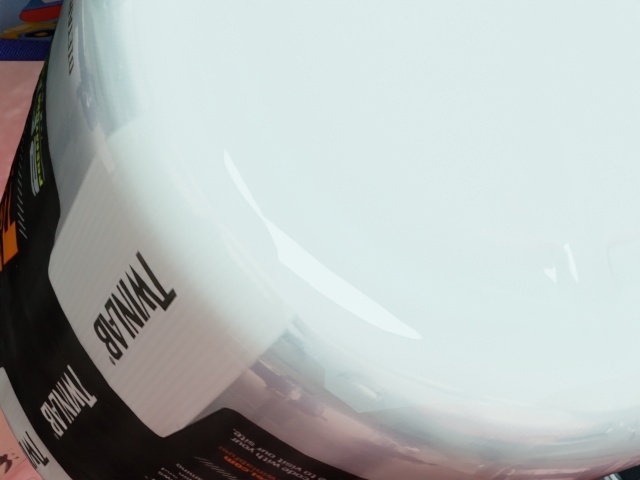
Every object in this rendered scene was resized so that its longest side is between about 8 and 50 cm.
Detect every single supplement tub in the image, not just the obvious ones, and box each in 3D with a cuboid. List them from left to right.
[{"bbox_3d":[0.000,0.000,0.491,0.207,0.207,0.338,-10,165,-21],"label":"supplement tub"}]

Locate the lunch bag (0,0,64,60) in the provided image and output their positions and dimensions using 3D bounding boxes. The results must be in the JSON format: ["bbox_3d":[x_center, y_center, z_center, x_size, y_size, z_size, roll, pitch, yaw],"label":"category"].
[{"bbox_3d":[-0.034,-0.155,0.511,0.221,0.138,0.293,-38,158,22],"label":"lunch bag"}]

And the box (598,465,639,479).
[{"bbox_3d":[0.114,0.236,1.106,0.395,0.212,0.293,-38,170,27],"label":"box"}]

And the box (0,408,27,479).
[{"bbox_3d":[-0.259,0.051,0.711,0.275,0.113,0.094,10,140,-43],"label":"box"}]
